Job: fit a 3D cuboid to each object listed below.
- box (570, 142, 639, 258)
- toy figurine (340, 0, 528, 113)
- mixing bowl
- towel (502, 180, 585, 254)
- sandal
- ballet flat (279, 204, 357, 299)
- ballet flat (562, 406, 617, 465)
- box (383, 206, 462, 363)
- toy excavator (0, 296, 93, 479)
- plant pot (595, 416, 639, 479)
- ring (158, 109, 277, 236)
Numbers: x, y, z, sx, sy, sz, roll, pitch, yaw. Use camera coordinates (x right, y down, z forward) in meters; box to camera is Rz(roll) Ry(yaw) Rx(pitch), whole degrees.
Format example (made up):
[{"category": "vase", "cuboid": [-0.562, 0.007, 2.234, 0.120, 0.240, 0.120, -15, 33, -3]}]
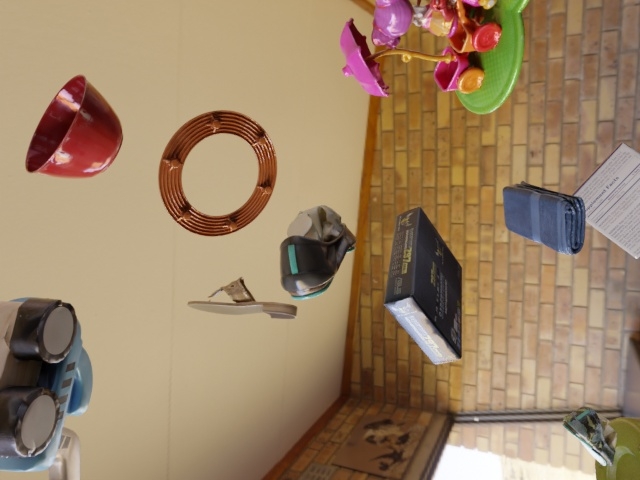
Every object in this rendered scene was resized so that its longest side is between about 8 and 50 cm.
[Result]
[{"category": "box", "cuboid": [0.487, -0.064, 0.797, 0.126, 0.137, 0.072, -54, -17, 24]}, {"category": "toy figurine", "cuboid": [0.099, -0.202, 0.489, 0.173, 0.159, 0.130, 101, 157, -51]}, {"category": "mixing bowl", "cuboid": [-0.400, -0.172, 0.844, 0.098, 0.182, 0.181, 31, -117, -43]}, {"category": "towel", "cuboid": [0.258, -0.028, 0.585, 0.119, 0.029, 0.067, -134, 33, -69]}, {"category": "sandal", "cuboid": [-0.164, 0.119, 1.099, 0.088, 0.240, 0.079, 69, -154, -67]}, {"category": "ballet flat", "cuboid": [0.000, 0.000, 0.749, 0.280, 0.096, 0.096, -56, -50, -76]}, {"category": "ballet flat", "cuboid": [0.491, 0.346, 0.891, 0.188, 0.070, 0.070, 42, -127, -39]}, {"category": "box", "cuboid": [0.196, 0.078, 0.924, 0.183, 0.059, 0.232, 49, -144, -27]}, {"category": "toy excavator", "cuboid": [-0.525, 0.343, 0.936, 0.445, 0.223, 0.432, 77, -165, -67]}, {"category": "plant pot", "cuboid": [0.736, 0.463, 0.927, 0.366, 0.354, 0.365, 4, -90, -88]}, {"category": "ring", "cuboid": [-0.250, -0.164, 1.298, 0.337, 0.032, 0.336, -17, -61, -32]}]
